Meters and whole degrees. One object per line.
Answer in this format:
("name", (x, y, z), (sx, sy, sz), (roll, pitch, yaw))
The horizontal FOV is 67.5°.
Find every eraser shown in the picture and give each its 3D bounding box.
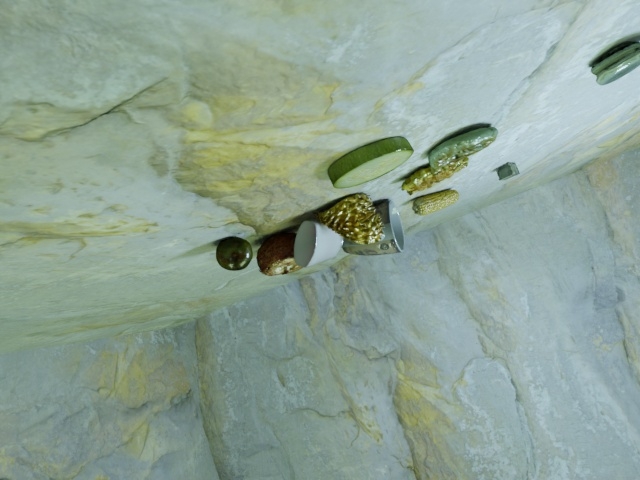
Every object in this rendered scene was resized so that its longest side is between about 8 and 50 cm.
("eraser", (0.000, 0.000, 1.873), (0.095, 0.174, 0.270), (15, -167, 22))

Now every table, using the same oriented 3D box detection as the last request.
("table", (0.882, -0.326, 2.268), (0.079, 0.062, 0.083), (-28, 168, 41))

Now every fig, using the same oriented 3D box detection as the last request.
("fig", (-0.303, 0.054, 1.748), (0.133, 0.126, 0.185), (-34, 167, -1))

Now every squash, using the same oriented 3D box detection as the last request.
("squash", (0.144, -0.220, 1.377), (0.252, 0.048, 0.252), (-22, 172, -3))

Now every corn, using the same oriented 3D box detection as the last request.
("corn", (0.554, -0.186, 2.302), (0.260, 0.091, 0.091), (-17, -155, -24))

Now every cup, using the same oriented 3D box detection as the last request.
("cup", (0.205, -0.022, 2.044), (0.257, 0.227, 0.301), (-16, -174, 20))

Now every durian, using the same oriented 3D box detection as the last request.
("durian", (0.151, -0.070, 1.814), (0.305, 0.195, 0.185), (-6, 157, -49))

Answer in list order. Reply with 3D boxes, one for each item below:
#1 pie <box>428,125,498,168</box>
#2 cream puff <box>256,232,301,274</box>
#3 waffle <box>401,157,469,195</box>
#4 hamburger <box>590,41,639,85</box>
("pie", (0.458, -0.300, 1.546), (0.241, 0.054, 0.240), (-20, 173, -3))
("cream puff", (-0.149, 0.054, 1.961), (0.240, 0.164, 0.240), (-12, 157, -5))
("waffle", (0.416, -0.239, 1.813), (0.291, 0.051, 0.291), (-20, 172, -3))
("hamburger", (0.787, -0.468, 1.260), (0.133, 0.062, 0.140), (-23, 169, -12))
